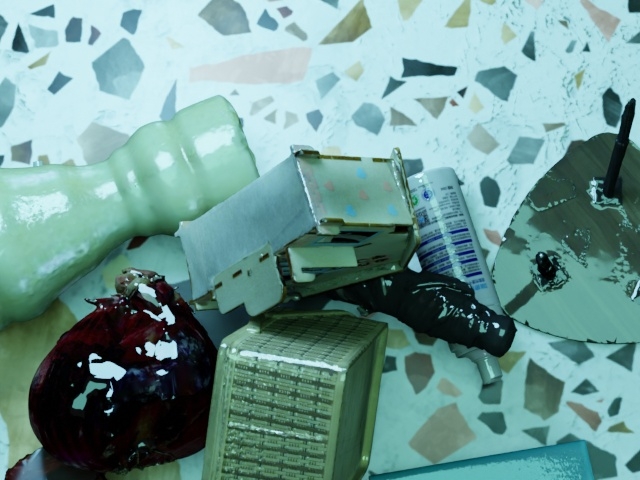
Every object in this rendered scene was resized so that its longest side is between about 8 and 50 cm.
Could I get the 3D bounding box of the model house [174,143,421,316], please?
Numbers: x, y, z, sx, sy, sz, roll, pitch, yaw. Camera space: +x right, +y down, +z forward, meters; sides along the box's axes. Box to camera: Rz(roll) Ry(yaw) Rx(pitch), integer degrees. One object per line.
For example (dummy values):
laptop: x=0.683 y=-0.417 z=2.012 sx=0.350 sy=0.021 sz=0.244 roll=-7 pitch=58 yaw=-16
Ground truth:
model house: x=0.000 y=0.000 z=1.786 sx=0.244 sy=0.326 sz=0.169 roll=-5 pitch=74 yaw=-38

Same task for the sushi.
sushi: x=-0.324 y=0.381 z=1.860 sx=0.136 sy=0.126 sz=0.225 roll=-38 pitch=73 yaw=-20

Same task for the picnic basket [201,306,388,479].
picnic basket: x=-0.034 y=0.218 z=1.781 sx=0.175 sy=0.313 sz=0.228 roll=9 pitch=99 yaw=12

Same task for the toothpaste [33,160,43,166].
toothpaste: x=-0.406 y=-0.073 z=2.020 sx=0.024 sy=0.015 sz=0.083 roll=-10 pitch=83 yaw=-2

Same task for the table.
table: x=0.385 y=-0.002 z=1.868 sx=0.317 sy=0.249 sz=0.317 roll=0 pitch=77 yaw=1

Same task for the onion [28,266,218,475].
onion: x=-0.258 y=0.196 z=1.835 sx=0.280 sy=0.221 sz=0.281 roll=-3 pitch=95 yaw=-36

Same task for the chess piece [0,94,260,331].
chess piece: x=-0.304 y=-0.044 z=1.914 sx=0.442 sy=0.234 sz=0.234 roll=-21 pitch=78 yaw=-8

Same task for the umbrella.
umbrella: x=0.106 y=0.068 z=1.900 sx=0.357 sy=0.106 sz=0.113 roll=22 pitch=111 yaw=23

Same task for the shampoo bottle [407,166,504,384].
shampoo bottle: x=0.193 y=0.052 z=1.941 sx=0.092 sy=0.092 sz=0.303 roll=-18 pitch=78 yaw=-3

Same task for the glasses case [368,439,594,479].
glasses case: x=0.222 y=0.354 z=1.890 sx=0.301 sy=0.070 sz=0.117 roll=-9 pitch=72 yaw=1
